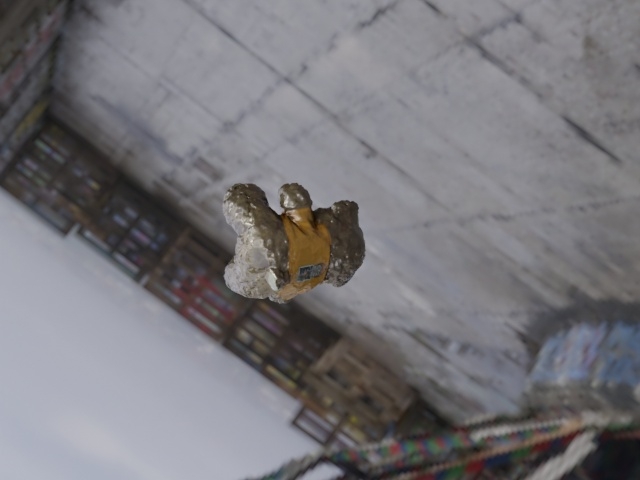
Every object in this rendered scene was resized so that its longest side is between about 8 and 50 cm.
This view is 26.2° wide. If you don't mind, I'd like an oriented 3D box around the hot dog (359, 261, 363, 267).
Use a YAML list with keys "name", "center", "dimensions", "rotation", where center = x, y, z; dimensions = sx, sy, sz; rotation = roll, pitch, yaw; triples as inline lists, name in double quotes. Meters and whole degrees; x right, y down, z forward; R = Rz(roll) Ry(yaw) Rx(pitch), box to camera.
- name: "hot dog"
  center: [0.001, -0.002, 1.966]
  dimensions: [0.144, 0.038, 0.062]
  rotation: [26, 161, 24]

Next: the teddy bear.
- name: "teddy bear"
  center: [-0.030, 0.010, 1.835]
  dimensions: [0.140, 0.190, 0.177]
  rotation: [45, 137, 51]
